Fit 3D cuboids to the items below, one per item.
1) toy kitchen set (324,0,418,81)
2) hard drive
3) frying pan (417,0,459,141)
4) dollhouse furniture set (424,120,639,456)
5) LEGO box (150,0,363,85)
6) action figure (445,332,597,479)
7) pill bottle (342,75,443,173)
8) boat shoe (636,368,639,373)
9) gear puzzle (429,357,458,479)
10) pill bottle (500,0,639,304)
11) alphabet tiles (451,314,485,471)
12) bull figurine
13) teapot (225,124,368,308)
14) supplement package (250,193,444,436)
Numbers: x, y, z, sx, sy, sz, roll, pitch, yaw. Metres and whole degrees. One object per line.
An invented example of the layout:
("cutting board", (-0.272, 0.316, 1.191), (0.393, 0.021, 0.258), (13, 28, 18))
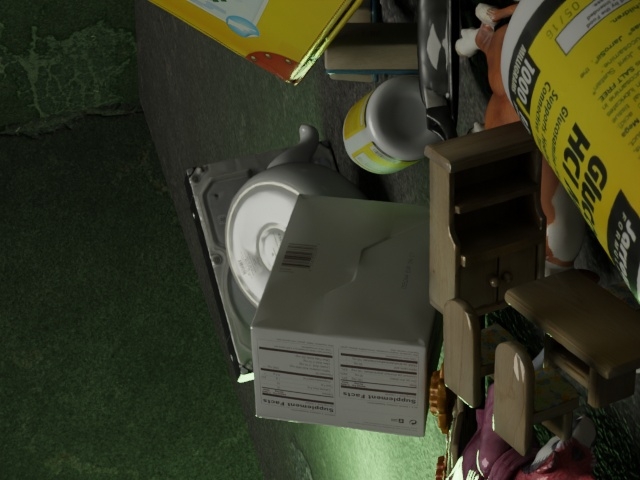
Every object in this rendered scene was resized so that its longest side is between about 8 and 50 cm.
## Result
("toy kitchen set", (0.069, -0.232, 1.854), (0.207, 0.122, 0.166), (-87, -3, -50))
("hard drive", (-0.056, 0.027, 2.267), (0.064, 0.237, 0.338), (117, 140, -69))
("frying pan", (0.129, -0.153, 1.545), (0.197, 0.053, 0.326), (58, -147, -75))
("dollhouse furniture set", (0.194, 0.024, 1.220), (0.242, 0.212, 0.161), (41, 141, 51))
("LEGO box", (-0.075, -0.407, 1.489), (0.193, 0.372, 0.500), (-63, 8, -22))
("action figure", (0.172, 0.233, 1.371), (0.248, 0.276, 0.370), (61, 173, 13))
("pill bottle", (0.086, -0.137, 1.819), (0.184, 0.103, 0.103), (159, 98, -76))
("boat shoe", (0.288, 0.104, 1.355), (0.046, 0.038, 0.125), (-62, 17, -9))
("gear puzzle", (0.147, 0.230, 1.729), (0.339, 0.044, 0.175), (71, -156, -64))
("pill bottle", (0.265, -0.048, 0.980), (0.188, 0.188, 0.334), (91, 161, -45))
("alphabet tiles", (0.174, 0.235, 1.711), (0.285, 0.011, 0.342), (-71, -20, -56))
("bull figurine", (0.200, -0.094, 1.396), (0.188, 0.101, 0.310), (-117, 20, -54))
("teapot", (0.000, 0.000, 2.151), (0.252, 0.187, 0.256), (31, 120, 31))
("supplement package", (0.045, 0.084, 1.762), (0.262, 0.204, 0.145), (-72, -16, -51))
